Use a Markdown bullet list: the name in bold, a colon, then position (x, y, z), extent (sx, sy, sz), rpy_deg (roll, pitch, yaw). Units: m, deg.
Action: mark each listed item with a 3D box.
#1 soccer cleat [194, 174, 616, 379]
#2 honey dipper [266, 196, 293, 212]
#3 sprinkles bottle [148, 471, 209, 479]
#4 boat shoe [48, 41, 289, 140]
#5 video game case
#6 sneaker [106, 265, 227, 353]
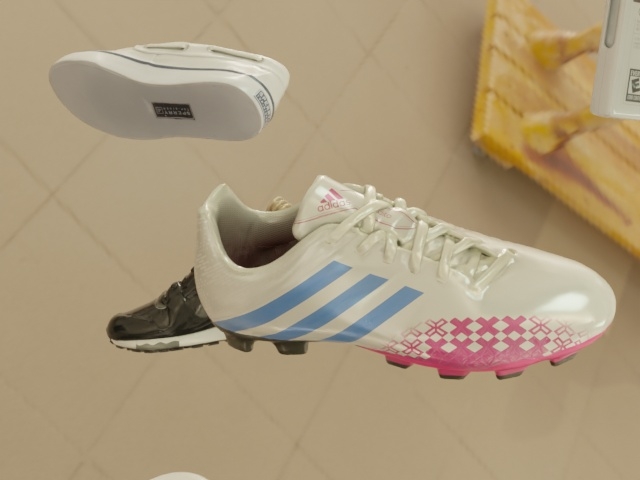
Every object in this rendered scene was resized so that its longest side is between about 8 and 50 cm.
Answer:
- **soccer cleat**: position (0.055, 0.020, 0.910), extent (0.116, 0.331, 0.143), rpy_deg (-68, 155, -54)
- **honey dipper**: position (0.000, 0.000, 1.425), extent (0.160, 0.030, 0.030), rpy_deg (36, 33, 28)
- **sprinkles bottle**: position (-0.097, 0.390, 1.216), extent (0.121, 0.121, 0.355), rpy_deg (-65, 144, -42)
- **boat shoe**: position (-0.151, -0.155, 1.200), extent (0.084, 0.258, 0.095), rpy_deg (-55, 148, -42)
- **video game case**: position (0.269, -0.166, 0.834), extent (0.190, 0.022, 0.173), rpy_deg (1, 100, -36)
- **sneaker**: position (-0.105, 0.048, 1.321), extent (0.107, 0.283, 0.124), rpy_deg (-17, 97, -78)
